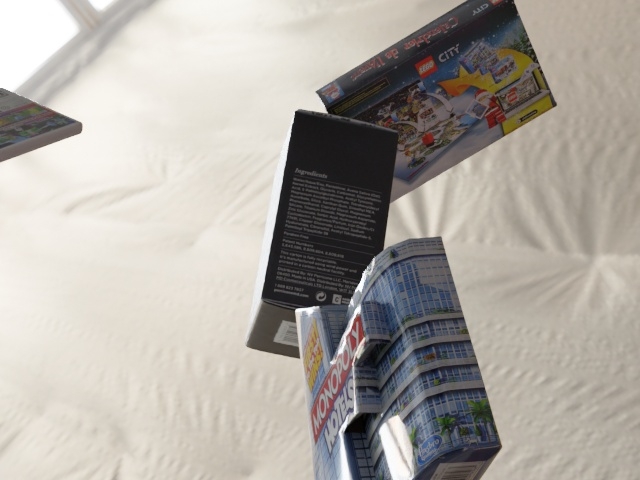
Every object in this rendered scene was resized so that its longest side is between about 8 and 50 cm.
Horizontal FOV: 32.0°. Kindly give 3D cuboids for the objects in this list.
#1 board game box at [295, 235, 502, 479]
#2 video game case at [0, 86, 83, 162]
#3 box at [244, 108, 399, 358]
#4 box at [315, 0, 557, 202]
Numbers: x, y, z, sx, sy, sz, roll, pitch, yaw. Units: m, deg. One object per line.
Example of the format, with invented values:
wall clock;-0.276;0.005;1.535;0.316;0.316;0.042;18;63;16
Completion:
board game box;0.035;0.094;0.717;0.060;0.194;0.194;0;-129;-16
video game case;-0.500;-0.176;1.708;0.183;0.023;0.201;24;-149;26
box;0.000;0.000;1.104;0.153;0.108;0.207;114;-13;-67
box;0.132;-0.159;1.247;0.233;0.159;0.044;-30;-142;3
